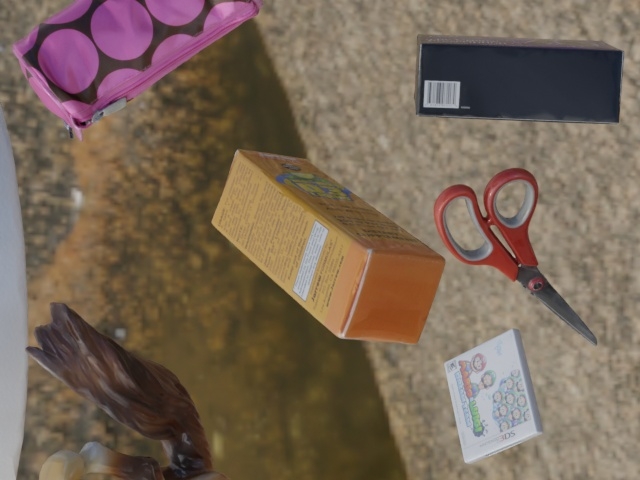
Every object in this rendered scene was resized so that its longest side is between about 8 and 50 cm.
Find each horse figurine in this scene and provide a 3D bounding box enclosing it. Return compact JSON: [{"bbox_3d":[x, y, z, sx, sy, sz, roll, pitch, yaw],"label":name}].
[{"bbox_3d":[-0.085,0.162,0.535,0.066,0.174,0.263,8,85,27],"label":"horse figurine"}]

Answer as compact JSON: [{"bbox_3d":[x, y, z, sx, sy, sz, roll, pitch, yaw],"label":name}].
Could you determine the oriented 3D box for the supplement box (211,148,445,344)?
[{"bbox_3d":[0.000,0.000,1.066,0.233,0.078,0.080,35,114,53],"label":"supplement box"}]

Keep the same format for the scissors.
[{"bbox_3d":[0.205,0.037,1.371,0.109,0.297,0.021,-28,41,2],"label":"scissors"}]

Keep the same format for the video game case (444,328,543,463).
[{"bbox_3d":[0.246,0.224,1.899,0.143,0.019,0.157,-33,57,41],"label":"video game case"}]

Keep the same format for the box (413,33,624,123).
[{"bbox_3d":[0.259,-0.219,1.776,0.184,0.261,0.103,-76,-12,-79],"label":"box"}]

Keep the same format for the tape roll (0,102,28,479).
[{"bbox_3d":[-0.252,0.026,0.778,0.286,0.100,0.286,177,90,-65],"label":"tape roll"}]

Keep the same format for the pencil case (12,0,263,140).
[{"bbox_3d":[-0.147,-0.176,1.110,0.209,0.095,0.098,-37,63,-7],"label":"pencil case"}]
